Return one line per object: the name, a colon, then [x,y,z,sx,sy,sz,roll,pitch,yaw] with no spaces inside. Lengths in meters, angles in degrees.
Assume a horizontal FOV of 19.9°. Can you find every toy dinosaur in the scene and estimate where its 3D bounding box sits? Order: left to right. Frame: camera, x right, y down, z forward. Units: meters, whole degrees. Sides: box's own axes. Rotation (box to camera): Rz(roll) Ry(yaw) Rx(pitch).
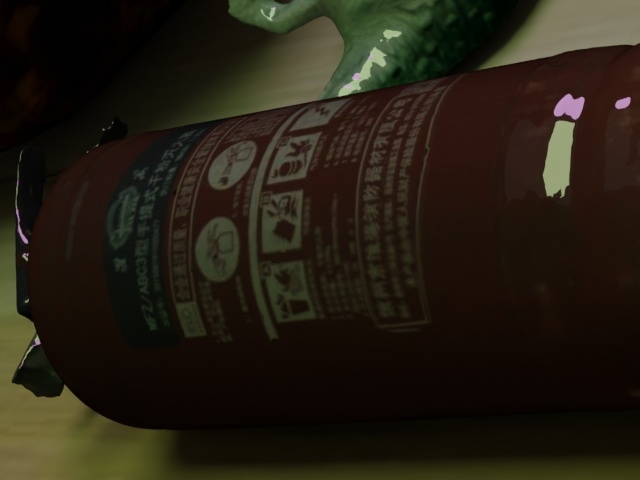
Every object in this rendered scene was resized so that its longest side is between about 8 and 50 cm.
toy dinosaur: [-0.003,-0.094,0.821,0.383,0.076,0.129,-45,55,-4]

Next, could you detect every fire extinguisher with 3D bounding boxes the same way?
fire extinguisher: [0.000,0.000,0.643,0.337,0.114,0.135,-8,60,38]

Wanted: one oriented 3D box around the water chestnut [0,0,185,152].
water chestnut: [-0.201,-0.222,0.950,0.350,0.302,0.350,-56,-10,-15]
